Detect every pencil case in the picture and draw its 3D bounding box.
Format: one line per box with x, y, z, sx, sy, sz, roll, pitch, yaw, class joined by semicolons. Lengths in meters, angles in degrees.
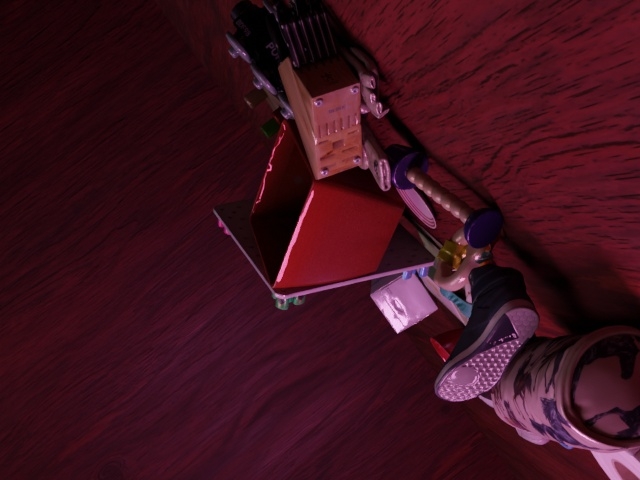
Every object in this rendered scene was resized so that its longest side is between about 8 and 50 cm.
0.377;0.209;1.251;0.160;0.183;0.410;44;172;4;pencil case

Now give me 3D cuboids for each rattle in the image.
0.294;0.044;1.472;0.143;0.130;0.199;42;150;-10;rattle

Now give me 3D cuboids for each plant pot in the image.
0.019;-0.067;1.785;0.235;0.267;0.267;8;-148;-23;plant pot

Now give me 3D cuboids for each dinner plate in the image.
0.196;-0.084;1.741;0.141;0.017;0.141;51;176;5;dinner plate

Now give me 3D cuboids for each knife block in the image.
-0.016;-0.279;1.474;0.276;0.088;0.242;84;162;-50;knife block

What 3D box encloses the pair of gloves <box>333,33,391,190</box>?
0.072;-0.229;1.472;0.204;0.042;0.240;-126;19;-52;pair of gloves

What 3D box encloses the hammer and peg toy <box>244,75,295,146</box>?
-0.071;-0.297;2.042;0.266;0.127;0.361;48;173;41;hammer and peg toy

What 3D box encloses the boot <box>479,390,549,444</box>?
0.500;0.445;2.224;0.123;0.095;0.258;62;171;-22;boot

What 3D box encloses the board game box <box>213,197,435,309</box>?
0.000;0.000;1.952;0.390;0.390;0.050;49;142;47;board game box

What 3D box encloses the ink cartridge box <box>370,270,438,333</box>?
0.214;0.129;2.176;0.128;0.127;0.176;54;-166;-11;ink cartridge box

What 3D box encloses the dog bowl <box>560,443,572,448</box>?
0.458;0.308;1.777;0.297;0.074;0.166;52;175;7;dog bowl

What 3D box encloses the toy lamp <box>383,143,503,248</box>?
0.194;-0.085;1.427;0.275;0.080;0.080;46;172;44;toy lamp

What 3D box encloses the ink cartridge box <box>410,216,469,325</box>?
0.272;0.074;1.960;0.171;0.056;0.235;48;175;48;ink cartridge box

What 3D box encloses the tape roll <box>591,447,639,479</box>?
0.540;0.368;1.314;0.286;0.100;0.286;52;176;6;tape roll

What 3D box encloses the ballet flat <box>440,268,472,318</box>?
0.306;0.104;1.727;0.247;0.083;0.087;37;150;65;ballet flat

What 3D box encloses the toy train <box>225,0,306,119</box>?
-0.056;-0.332;1.685;0.334;0.142;0.190;51;-176;18;toy train

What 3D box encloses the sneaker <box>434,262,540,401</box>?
0.256;0.141;1.366;0.086;0.226;0.163;27;-151;-19;sneaker

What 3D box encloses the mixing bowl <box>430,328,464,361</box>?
0.386;0.301;2.251;0.181;0.098;0.181;52;176;5;mixing bowl
